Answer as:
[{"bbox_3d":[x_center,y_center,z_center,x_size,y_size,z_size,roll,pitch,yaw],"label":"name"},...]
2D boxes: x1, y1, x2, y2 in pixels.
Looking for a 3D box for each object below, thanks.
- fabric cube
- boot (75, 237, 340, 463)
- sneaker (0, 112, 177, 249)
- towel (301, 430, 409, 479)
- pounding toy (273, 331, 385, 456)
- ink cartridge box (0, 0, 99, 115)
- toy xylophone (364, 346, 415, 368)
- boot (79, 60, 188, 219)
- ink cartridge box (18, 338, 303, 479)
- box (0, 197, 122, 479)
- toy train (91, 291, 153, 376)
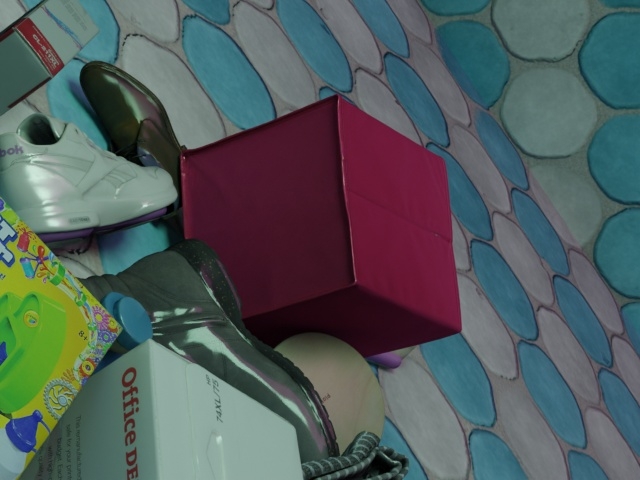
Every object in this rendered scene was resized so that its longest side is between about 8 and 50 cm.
[{"bbox_3d":[0.000,0.000,1.870,0.258,0.254,0.259,24,55,-51],"label":"fabric cube"},{"bbox_3d":[-0.146,0.165,1.598,0.223,0.118,0.338,-23,70,-48],"label":"boot"},{"bbox_3d":[-0.262,-0.078,1.664,0.305,0.114,0.152,-17,90,-67],"label":"sneaker"},{"bbox_3d":[-0.033,0.317,1.429,0.121,0.283,0.235,46,18,23],"label":"towel"},{"bbox_3d":[-0.046,0.218,1.798,0.237,0.110,0.183,-10,78,-34],"label":"pounding toy"},{"bbox_3d":[-0.344,-0.211,1.685,0.072,0.127,0.175,52,24,-14],"label":"ink cartridge box"},{"bbox_3d":[0.081,0.049,2.256,0.236,0.081,0.322,32,34,-46],"label":"toy xylophone"},{"bbox_3d":[-0.233,-0.126,1.857,0.219,0.082,0.106,51,21,-20],"label":"boot"},{"bbox_3d":[-0.170,0.257,1.248,0.197,0.270,0.198,37,31,-40],"label":"ink cartridge box"},{"bbox_3d":[-0.360,0.080,1.150,0.290,0.177,0.279,49,36,-16],"label":"box"},{"bbox_3d":[-0.278,0.105,1.390,0.248,0.143,0.105,8,52,-61],"label":"toy train"}]
